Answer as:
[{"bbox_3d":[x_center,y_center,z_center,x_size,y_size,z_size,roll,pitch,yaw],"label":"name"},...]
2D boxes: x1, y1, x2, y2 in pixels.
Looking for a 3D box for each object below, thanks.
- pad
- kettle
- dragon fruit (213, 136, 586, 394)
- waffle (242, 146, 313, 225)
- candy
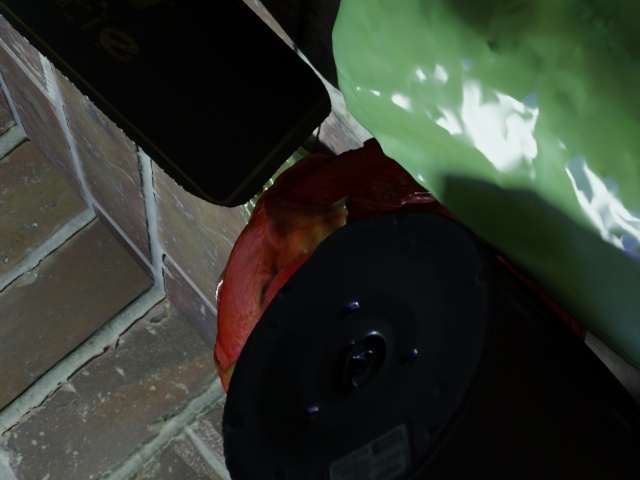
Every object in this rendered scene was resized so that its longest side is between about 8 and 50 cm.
[{"bbox_3d":[-0.148,-0.189,0.798,0.375,0.315,0.063,43,123,-5],"label":"pad"},{"bbox_3d":[0.080,0.093,0.587,0.232,0.144,0.202,40,-155,-35],"label":"kettle"},{"bbox_3d":[0.047,0.050,0.796,0.252,0.241,0.241,-8,124,52],"label":"dragon fruit"},{"bbox_3d":[0.000,0.000,1.179,0.309,0.056,0.292,40,163,32],"label":"waffle"},{"bbox_3d":[0.147,-0.018,0.490,0.343,0.132,0.142,42,-178,30],"label":"candy"}]
